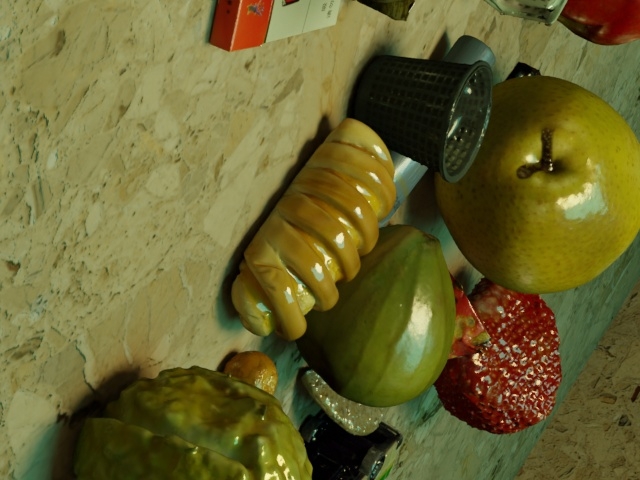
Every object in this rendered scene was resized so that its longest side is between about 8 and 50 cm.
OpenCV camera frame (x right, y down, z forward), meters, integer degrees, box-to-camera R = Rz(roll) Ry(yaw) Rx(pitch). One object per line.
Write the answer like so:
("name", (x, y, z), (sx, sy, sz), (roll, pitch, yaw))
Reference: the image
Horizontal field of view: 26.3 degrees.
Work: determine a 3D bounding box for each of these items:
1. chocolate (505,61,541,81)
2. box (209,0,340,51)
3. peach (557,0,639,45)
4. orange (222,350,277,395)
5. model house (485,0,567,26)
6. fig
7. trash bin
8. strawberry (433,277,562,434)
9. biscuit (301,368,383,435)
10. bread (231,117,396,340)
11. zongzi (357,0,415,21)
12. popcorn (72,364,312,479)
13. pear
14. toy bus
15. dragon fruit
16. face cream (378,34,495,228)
("chocolate", (0.426, -0.201, 2.542), (0.206, 0.177, 0.224), (-52, 155, -32))
("box", (-0.038, -0.299, 1.570), (0.245, 0.035, 0.139), (-28, 136, -58))
("peach", (0.517, -0.499, 2.314), (0.338, 0.281, 0.281), (-53, 158, 2))
("orange", (-0.098, 0.191, 1.869), (0.083, 0.070, 0.083), (-30, 126, -52))
("model house", (0.329, -0.468, 2.024), (0.224, 0.198, 0.215), (-62, 170, -13))
("fig", (0.093, 0.101, 1.972), (0.271, 0.239, 0.239), (-60, 161, 21))
("trash bin", (0.137, -0.186, 1.912), (0.175, 0.161, 0.175), (-52, 153, -41))
("strawberry", (0.317, 0.213, 2.617), (0.351, 0.267, 0.312), (17, 74, -62))
("biscuit", (0.052, 0.252, 2.218), (0.032, 0.133, 0.250), (-32, 170, 22))
("bread", (0.000, 0.000, 1.838), (0.311, 0.121, 0.173), (-57, 157, -19))
("zongzi", (0.129, -0.423, 1.680), (0.248, 0.111, 0.241), (-59, 172, -15))
("popcorn", (-0.139, 0.281, 1.593), (0.282, 0.282, 0.247), (-28, 125, -57))
("pear", (0.364, -0.091, 2.279), (0.418, 0.362, 0.362), (32, 81, -84))
("toy bus", (-0.002, 0.411, 2.212), (0.305, 0.143, 0.179), (-40, 149, -49))
("dragon fruit", (0.139, 0.095, 2.170), (0.161, 0.274, 0.126), (-37, 136, 2))
("face cream", (0.139, -0.143, 2.072), (0.385, 0.086, 0.135), (-56, 156, -13))
